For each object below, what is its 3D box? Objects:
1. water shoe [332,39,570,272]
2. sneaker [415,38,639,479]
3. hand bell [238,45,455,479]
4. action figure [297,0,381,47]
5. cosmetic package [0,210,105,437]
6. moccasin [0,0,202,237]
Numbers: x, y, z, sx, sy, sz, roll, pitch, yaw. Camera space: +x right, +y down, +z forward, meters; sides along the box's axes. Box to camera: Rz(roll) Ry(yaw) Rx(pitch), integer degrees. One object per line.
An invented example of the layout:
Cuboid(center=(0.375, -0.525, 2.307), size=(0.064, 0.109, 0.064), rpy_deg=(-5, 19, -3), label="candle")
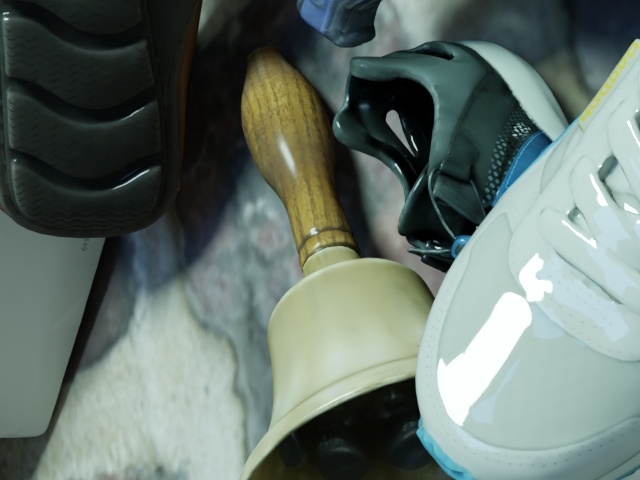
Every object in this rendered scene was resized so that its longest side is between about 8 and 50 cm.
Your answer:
Cuboid(center=(0.067, 0.003, 0.434), size=(0.203, 0.080, 0.073), rpy_deg=(-122, 36, -44), label="water shoe")
Cuboid(center=(0.106, -0.026, 0.342), size=(0.087, 0.092, 0.228), rpy_deg=(40, 84, 25), label="sneaker")
Cuboid(center=(0.000, 0.000, 0.521), size=(0.126, 0.126, 0.242), rpy_deg=(-48, 42, 29), label="hand bell")
Cuboid(center=(0.083, -0.241, 0.413), size=(0.330, 0.179, 0.341), rpy_deg=(70, 154, 20), label="action figure")
Cuboid(center=(-0.307, -0.036, 0.753), size=(0.365, 0.197, 0.155), rpy_deg=(35, 112, 44), label="cosmetic package")
Cuboid(center=(-0.096, -0.185, 0.556), size=(0.147, 0.139, 0.380), rpy_deg=(-106, 15, -50), label="moccasin")
